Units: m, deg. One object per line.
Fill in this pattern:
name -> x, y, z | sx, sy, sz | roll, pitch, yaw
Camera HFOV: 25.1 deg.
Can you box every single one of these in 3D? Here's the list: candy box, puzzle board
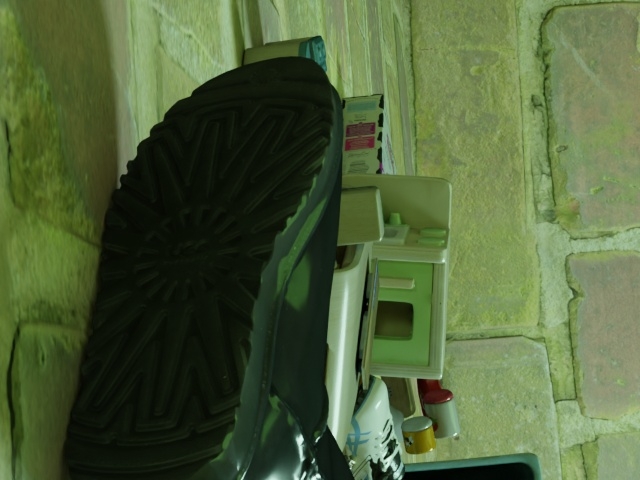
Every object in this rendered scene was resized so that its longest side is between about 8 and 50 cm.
candy box -> 0.074, -0.094, 2.201 | 0.233, 0.071, 0.159 | -87, 168, -49
puzzle board -> 0.054, 0.094, 1.609 | 0.096, 0.011, 0.128 | 79, 17, -69

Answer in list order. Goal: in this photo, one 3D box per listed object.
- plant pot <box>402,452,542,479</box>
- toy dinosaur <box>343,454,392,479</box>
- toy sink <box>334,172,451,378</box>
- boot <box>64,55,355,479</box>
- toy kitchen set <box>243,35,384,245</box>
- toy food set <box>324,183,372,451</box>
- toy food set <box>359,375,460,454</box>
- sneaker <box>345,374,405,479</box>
plant pot -> 0.167, 0.423, 1.994 | 0.252, 0.248, 0.247 | 127, -41, -82
toy dinosaur -> 0.043, 0.330, 1.675 | 0.118, 0.064, 0.268 | -29, 129, -33
toy sink -> 0.084, 0.043, 1.798 | 0.131, 0.153, 0.234 | -62, 155, -76
boot -> -0.009, 0.148, 1.021 | 0.445, 0.146, 0.367 | 63, 34, -43
toy kitchen set -> 0.001, -0.109, 1.510 | 0.166, 0.122, 0.207 | -58, 143, -77
toy food set -> 0.000, 0.084, 1.587 | 0.306, 0.092, 0.220 | -69, 165, -69
toy food set -> 0.106, 0.197, 1.874 | 0.232, 0.111, 0.104 | -160, -123, -73
sneaker -> 0.067, 0.245, 1.745 | 0.237, 0.086, 0.085 | 92, 23, -50
